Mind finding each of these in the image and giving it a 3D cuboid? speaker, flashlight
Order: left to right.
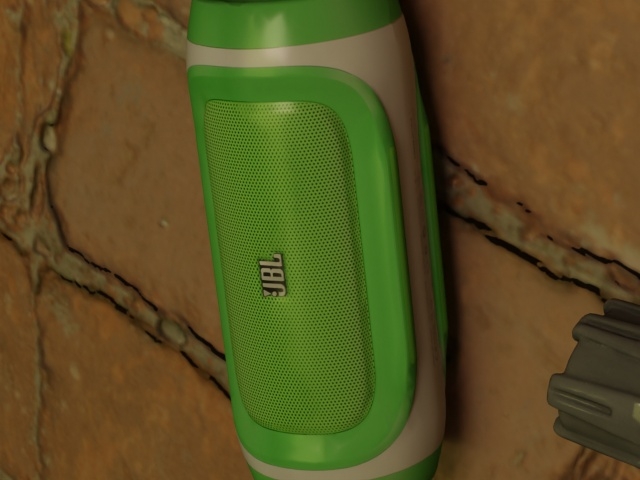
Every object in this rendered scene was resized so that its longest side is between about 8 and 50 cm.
[{"bbox_3d":[0.000,0.000,1.044,0.131,0.131,0.297,8,113,38],"label":"speaker"},{"bbox_3d":[0.257,0.111,0.882,0.304,0.103,0.103,19,153,28],"label":"flashlight"}]
